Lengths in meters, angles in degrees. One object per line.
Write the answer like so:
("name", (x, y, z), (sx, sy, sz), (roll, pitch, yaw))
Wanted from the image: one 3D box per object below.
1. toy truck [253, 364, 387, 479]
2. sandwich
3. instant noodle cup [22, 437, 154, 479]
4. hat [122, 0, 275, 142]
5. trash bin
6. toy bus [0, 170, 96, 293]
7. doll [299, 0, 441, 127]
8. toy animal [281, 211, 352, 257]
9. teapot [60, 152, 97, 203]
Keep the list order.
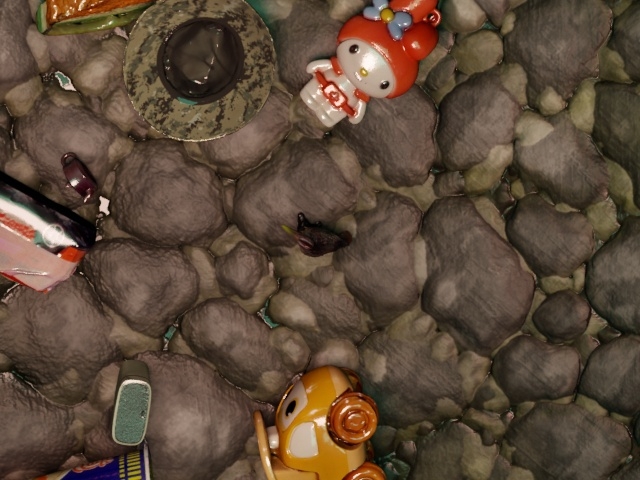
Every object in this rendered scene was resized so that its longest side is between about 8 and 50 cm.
("toy truck", (0.000, 0.369, 1.952), (0.212, 0.204, 0.287), (-12, 103, -6))
("sandwich", (-0.332, -0.416, 1.768), (0.292, 0.212, 0.109), (-17, 85, 12))
("instant noodle cup", (-0.427, 0.495, 1.856), (0.313, 0.284, 0.284), (-7, 101, -9))
("hat", (-0.197, -0.301, 1.841), (0.266, 0.128, 0.265), (-1, 113, -2))
("trash bin", (-0.327, 0.277, 1.914), (0.059, 0.130, 0.116), (10, 98, -12))
("toy bus", (-0.530, -0.033, 1.828), (0.303, 0.127, 0.147), (32, 98, -15))
("doll", (0.097, -0.316, 1.889), (0.290, 0.130, 0.161), (-40, 98, 13))
("toy animal", (-0.008, -0.002, 1.911), (0.105, 0.202, 0.070), (13, 96, 11))
("teapot", (-0.411, -0.105, 1.868), (0.045, 0.068, 0.100), (-34, 68, -1))
